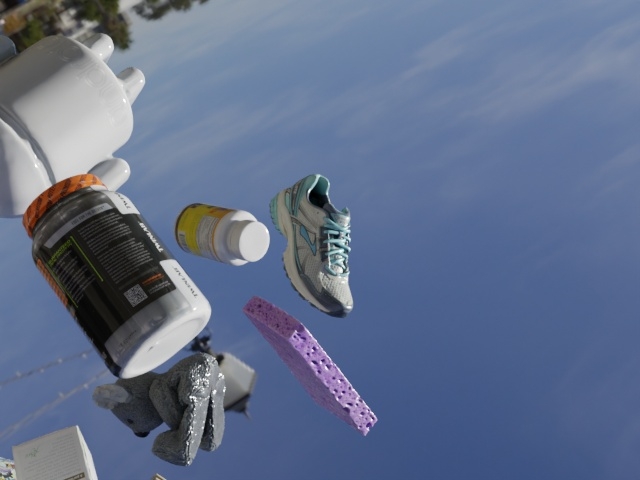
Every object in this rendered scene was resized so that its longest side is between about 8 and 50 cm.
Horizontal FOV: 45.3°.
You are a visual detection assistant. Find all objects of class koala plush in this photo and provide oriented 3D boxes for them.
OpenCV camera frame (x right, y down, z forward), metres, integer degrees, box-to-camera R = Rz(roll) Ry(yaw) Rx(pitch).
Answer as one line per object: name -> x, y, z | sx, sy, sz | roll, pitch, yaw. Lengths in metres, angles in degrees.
koala plush -> -0.315, 0.311, 1.499 | 0.221, 0.203, 0.196 | 5, 177, 15

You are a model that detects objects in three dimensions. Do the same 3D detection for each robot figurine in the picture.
robot figurine -> -0.428, -0.171, 1.152 | 0.353, 0.300, 0.200 | -49, -173, -33

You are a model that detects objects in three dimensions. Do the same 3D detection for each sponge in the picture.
sponge -> -0.014, 0.163, 0.994 | 0.031, 0.210, 0.117 | -46, -145, -16

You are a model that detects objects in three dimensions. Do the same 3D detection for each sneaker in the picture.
sneaker -> 0.000, 0.000, 1.321 | 0.122, 0.110, 0.283 | -40, -125, 26

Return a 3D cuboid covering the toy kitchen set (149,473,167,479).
toy kitchen set -> -0.337, 0.594, 1.562 | 0.166, 0.122, 0.207 | -55, -174, -9

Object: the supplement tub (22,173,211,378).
supplement tub -> -0.208, 0.032, 0.769 | 0.117, 0.190, 0.117 | -37, 167, -10

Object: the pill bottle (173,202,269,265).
pill bottle -> -0.208, -0.013, 1.623 | 0.215, 0.117, 0.117 | 12, -135, 45

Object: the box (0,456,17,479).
box -> -0.505, 0.352, 1.149 | 0.094, 0.137, 0.027 | 30, -85, 59

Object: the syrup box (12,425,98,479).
syrup box -> -0.333, 0.377, 1.014 | 0.096, 0.093, 0.237 | -17, -131, -15
